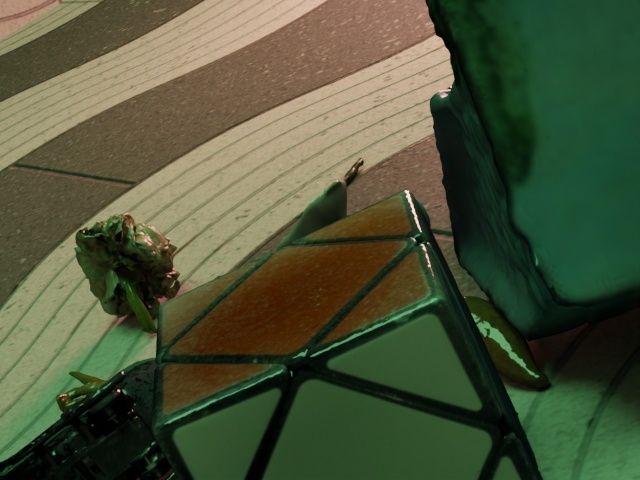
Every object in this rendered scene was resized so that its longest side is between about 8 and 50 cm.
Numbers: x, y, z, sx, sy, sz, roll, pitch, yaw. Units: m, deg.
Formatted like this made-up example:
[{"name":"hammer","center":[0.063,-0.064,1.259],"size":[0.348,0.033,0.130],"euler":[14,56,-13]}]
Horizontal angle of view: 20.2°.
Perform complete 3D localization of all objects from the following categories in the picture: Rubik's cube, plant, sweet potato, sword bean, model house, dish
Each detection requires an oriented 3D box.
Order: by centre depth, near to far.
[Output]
[{"name":"Rubik's cube","center":[0.021,0.121,1.209],"size":[0.207,0.205,0.205],"euler":[-26,20,4]},{"name":"model house","center":[0.266,-0.100,1.377],"size":[0.360,0.297,0.339],"euler":[-20,-12,-6]},{"name":"sweet potato","center":[0.079,0.075,1.450],"size":[0.281,0.059,0.067],"euler":[-3,40,48]},{"name":"dish","center":[0.000,0.000,1.696],"size":[0.091,0.039,0.137],"euler":[-35,-16,-39]},{"name":"plant","center":[-0.194,0.040,1.796],"size":[0.104,0.116,0.122],"euler":[-35,39,17]},{"name":"sword bean","center":[0.025,-0.063,1.902],"size":[0.012,0.012,0.083],"euler":[-10,27,36]}]

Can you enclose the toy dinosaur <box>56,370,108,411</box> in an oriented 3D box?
[{"name":"toy dinosaur","center":[-0.175,0.138,1.631],"size":[0.126,0.039,0.162],"euler":[-17,24,4]}]

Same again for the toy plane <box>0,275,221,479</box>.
[{"name":"toy plane","center":[-0.147,0.136,1.490],"size":[0.382,0.106,0.155],"euler":[-40,11,-1]}]

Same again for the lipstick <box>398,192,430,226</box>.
[{"name":"lipstick","center":[0.031,0.016,1.658],"size":[0.158,0.048,0.048],"euler":[-37,24,-26]}]

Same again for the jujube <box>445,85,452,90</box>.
[{"name":"jujube","center":[0.199,-0.120,1.716],"size":[0.176,0.109,0.112],"euler":[-14,59,9]}]
